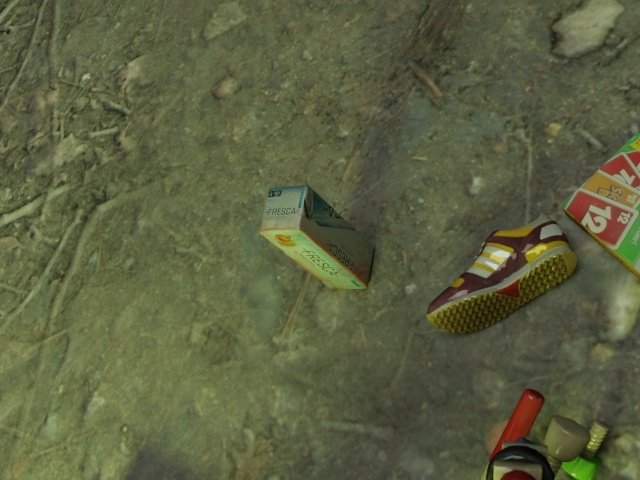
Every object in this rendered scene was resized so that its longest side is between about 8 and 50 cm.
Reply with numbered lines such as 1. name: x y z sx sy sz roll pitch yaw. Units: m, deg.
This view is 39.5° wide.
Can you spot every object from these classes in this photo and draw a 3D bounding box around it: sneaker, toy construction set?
1. sneaker: 0.203 0.038 1.045 0.185 0.069 0.084 -27 46 10
2. toy construction set: 0.216 0.315 0.817 0.309 0.257 0.237 -115 46 -67

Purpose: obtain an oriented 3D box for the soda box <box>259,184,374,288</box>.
1. soda box: 0.000 0.000 1.109 0.058 0.183 0.063 -3 64 30

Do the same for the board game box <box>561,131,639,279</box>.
1. board game box: 0.394 0.000 0.963 0.124 0.039 0.259 -45 54 6
